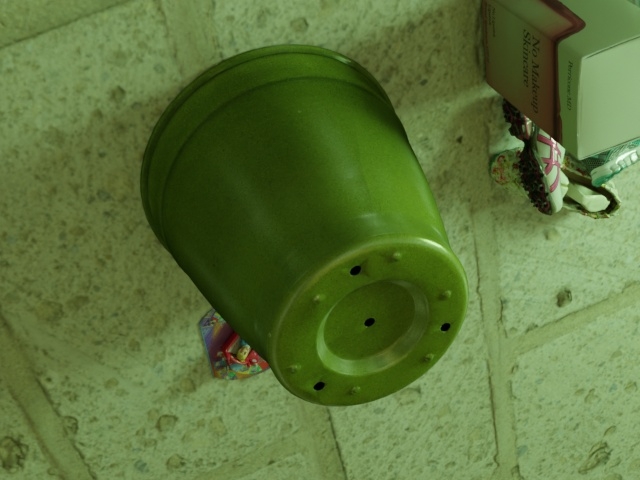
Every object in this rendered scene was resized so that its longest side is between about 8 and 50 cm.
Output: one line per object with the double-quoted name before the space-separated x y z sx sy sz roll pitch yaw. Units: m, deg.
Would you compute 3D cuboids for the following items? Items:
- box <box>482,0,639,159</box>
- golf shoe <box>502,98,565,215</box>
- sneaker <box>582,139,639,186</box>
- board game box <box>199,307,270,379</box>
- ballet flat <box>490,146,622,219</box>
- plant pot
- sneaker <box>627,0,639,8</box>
"box" 0.317 -0.232 1.210 0.127 0.232 0.148 -20 129 -11
"golf shoe" 0.324 -0.129 1.356 0.086 0.067 0.186 -17 100 -13
"sneaker" 0.456 -0.148 1.447 0.166 0.076 0.065 -28 168 -32
"board game box" -0.105 0.154 1.427 0.133 0.033 0.168 -17 129 -12
"ballet flat" 0.369 -0.086 1.443 0.241 0.077 0.091 10 120 -29
"plant pot" 0.000 0.000 1.156 0.367 0.353 0.366 -12 127 -17
"sneaker" 0.501 -0.319 1.286 0.135 0.150 0.366 -34 130 3
